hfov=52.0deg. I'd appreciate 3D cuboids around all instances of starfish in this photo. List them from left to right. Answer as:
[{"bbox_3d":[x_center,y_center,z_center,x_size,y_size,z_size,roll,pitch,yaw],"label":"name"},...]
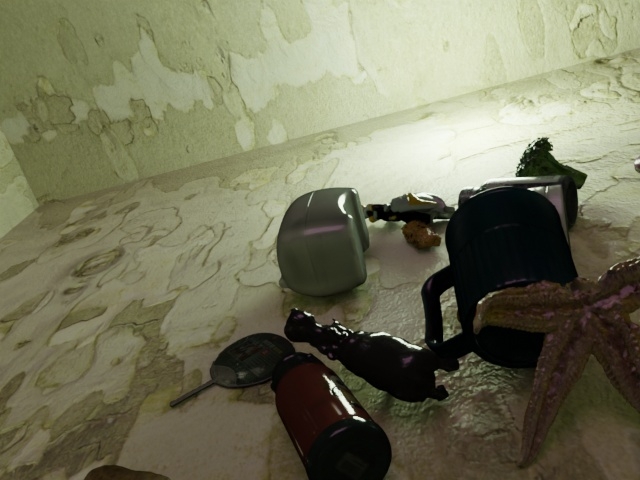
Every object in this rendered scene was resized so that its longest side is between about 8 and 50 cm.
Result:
[{"bbox_3d":[0.432,0.145,1.033,0.398,0.383,0.132,-7,-17,0],"label":"starfish"}]

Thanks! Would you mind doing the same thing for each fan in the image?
[{"bbox_3d":[-0.200,0.287,1.546,0.294,0.012,0.223,-16,23,1],"label":"fan"}]

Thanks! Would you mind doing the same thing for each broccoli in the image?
[{"bbox_3d":[0.646,-0.185,1.840,0.194,0.194,0.219,10,74,48],"label":"broccoli"}]

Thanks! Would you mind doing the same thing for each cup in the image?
[{"bbox_3d":[0.348,0.077,1.290,0.308,0.242,0.292,-7,36,8],"label":"cup"}]

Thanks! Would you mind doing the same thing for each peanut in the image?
[{"bbox_3d":[-0.352,0.450,1.182,0.214,0.099,0.099,3,30,36],"label":"peanut"}]

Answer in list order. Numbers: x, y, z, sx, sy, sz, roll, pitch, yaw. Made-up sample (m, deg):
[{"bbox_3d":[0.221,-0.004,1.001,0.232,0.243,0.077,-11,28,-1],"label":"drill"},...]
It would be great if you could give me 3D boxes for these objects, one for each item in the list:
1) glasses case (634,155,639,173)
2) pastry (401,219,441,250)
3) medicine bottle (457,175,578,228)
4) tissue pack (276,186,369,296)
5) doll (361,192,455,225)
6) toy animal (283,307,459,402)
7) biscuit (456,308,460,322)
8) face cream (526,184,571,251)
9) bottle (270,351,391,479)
[{"bbox_3d":[0.977,-0.191,1.721,0.123,0.075,0.316,-25,24,-18],"label":"glasses case"},{"bbox_3d":[0.282,-0.014,1.841,0.080,0.056,0.140,-19,26,-3],"label":"pastry"},{"bbox_3d":[0.519,-0.098,1.748,0.293,0.141,0.141,0,28,36],"label":"medicine bottle"},{"bbox_3d":[0.000,0.000,1.777,0.236,0.229,0.333,-10,24,11],"label":"tissue pack"},{"bbox_3d":[0.263,-0.088,1.960,0.316,0.145,0.103,-4,52,41],"label":"doll"},{"bbox_3d":[0.093,0.222,1.284,0.343,0.106,0.168,16,-2,37],"label":"toy animal"},{"bbox_3d":[0.401,0.148,1.409,0.205,0.031,0.138,2,39,37],"label":"biscuit"},{"bbox_3d":[0.474,-0.019,1.523,0.187,0.201,0.201,-8,25,22],"label":"face cream"},{"bbox_3d":[-0.004,0.311,1.187,0.144,0.144,0.336,-23,23,-13],"label":"bottle"}]
